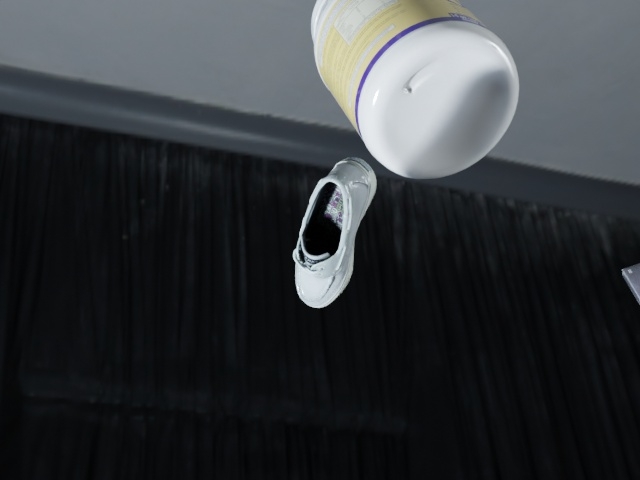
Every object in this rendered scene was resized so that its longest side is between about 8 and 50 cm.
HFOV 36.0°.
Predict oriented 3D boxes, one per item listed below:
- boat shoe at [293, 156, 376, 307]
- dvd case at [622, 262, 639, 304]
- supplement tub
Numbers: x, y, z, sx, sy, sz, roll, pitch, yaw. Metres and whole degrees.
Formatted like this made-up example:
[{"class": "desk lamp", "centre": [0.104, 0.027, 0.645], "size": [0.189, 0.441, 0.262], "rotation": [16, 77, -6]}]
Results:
[{"class": "boat shoe", "centre": [0.001, 0.000, 1.233], "size": [0.079, 0.081, 0.227], "rotation": [33, 127, 20]}, {"class": "dvd case", "centre": [0.516, 0.057, 1.236], "size": [0.221, 0.164, 0.018], "rotation": [-19, 129, 5]}, {"class": "supplement tub", "centre": [0.128, -0.270, 1.490], "size": [0.241, 0.331, 0.241], "rotation": [-10, 127, -13]}]
